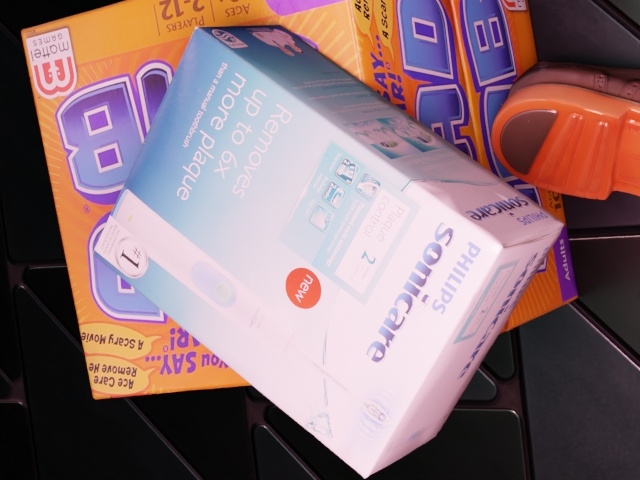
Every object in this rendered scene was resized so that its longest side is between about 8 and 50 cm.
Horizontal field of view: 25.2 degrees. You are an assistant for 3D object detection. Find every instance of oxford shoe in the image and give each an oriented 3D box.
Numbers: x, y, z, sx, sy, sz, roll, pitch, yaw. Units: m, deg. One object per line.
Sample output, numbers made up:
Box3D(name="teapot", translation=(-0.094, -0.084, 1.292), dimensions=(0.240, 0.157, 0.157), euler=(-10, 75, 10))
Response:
Box3D(name="oxford shoe", translation=(0.345, -0.092, 1.292), dimensions=(0.364, 0.132, 0.130), euler=(18, 131, 8))

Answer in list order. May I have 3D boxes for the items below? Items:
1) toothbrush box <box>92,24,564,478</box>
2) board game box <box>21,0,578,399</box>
Box3D(name="toothbrush box", translation=(0.000, 0.000, 1.100), dimensions=(0.295, 0.126, 0.216), euler=(38, 115, 19))
Box3D(name="board game box", translation=(-0.007, -0.070, 1.378), dimensions=(0.356, 0.356, 0.356), euler=(-9, 93, 32))
